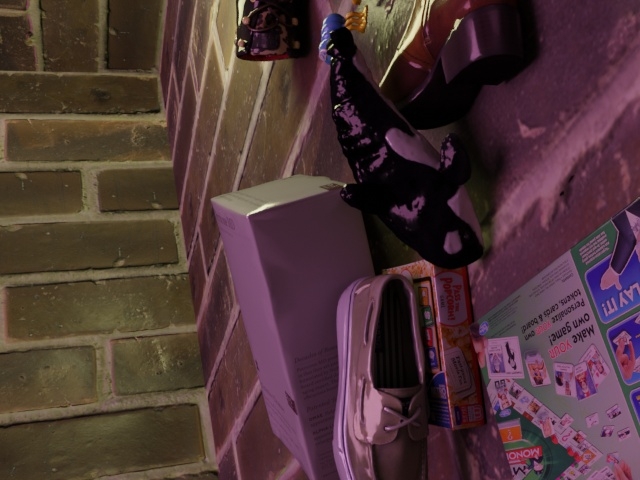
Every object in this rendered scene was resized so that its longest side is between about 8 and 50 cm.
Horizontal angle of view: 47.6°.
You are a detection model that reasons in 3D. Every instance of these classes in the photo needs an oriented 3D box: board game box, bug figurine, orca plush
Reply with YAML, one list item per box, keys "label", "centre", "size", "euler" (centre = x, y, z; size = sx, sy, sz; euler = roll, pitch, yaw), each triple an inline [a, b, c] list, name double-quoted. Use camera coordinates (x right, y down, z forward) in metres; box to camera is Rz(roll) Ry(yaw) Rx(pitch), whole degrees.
- label: "board game box"
  centre: [0.131, 0.122, 0.877]
  size: [0.147, 0.045, 0.193]
  euler: [158, 107, -70]
- label: "bug figurine"
  centre: [0.042, -0.367, 0.933]
  size: [0.279, 0.072, 0.216]
  euler: [108, 169, -48]
- label: "board game box"
  centre: [0.234, 0.112, 0.580]
  size: [0.317, 0.046, 0.213]
  euler: [122, 139, -59]
- label: "orca plush"
  centre: [0.065, -0.080, 0.756]
  size: [0.151, 0.102, 0.287]
  euler: [1, 122, 52]

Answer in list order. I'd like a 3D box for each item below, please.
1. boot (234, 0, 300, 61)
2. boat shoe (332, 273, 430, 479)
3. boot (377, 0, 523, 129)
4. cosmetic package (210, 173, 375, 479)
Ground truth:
- label: "boot"
  centre: [-0.082, -0.462, 1.250]
  size: [0.377, 0.138, 0.284]
  euler: [-150, 60, -72]
- label: "boat shoe"
  centre: [0.072, 0.184, 0.829]
  size: [0.094, 0.109, 0.302]
  euler: [141, 125, -65]
- label: "boot"
  centre: [0.110, -0.279, 0.800]
  size: [0.264, 0.096, 0.280]
  euler: [141, 125, -69]
- label: "cosmetic package"
  centre: [-0.016, 0.111, 1.011]
  size: [0.217, 0.156, 0.384]
  euler: [-161, 54, -69]
